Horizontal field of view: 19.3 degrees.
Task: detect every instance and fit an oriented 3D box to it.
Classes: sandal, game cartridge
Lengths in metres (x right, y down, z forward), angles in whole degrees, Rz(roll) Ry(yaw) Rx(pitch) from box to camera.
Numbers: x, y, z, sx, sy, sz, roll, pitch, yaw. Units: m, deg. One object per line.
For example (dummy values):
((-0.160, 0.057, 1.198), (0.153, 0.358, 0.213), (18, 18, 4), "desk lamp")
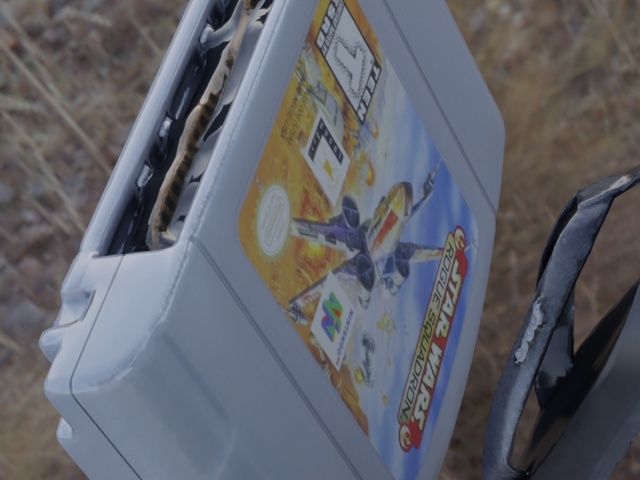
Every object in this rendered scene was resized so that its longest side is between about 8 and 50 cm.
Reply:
((0.078, 0.046, 0.606), (0.054, 0.254, 0.097), (30, 40, 8), "sandal")
((0.000, 0.000, 0.728), (0.062, 0.198, 0.297), (-10, 44, 31), "game cartridge")
